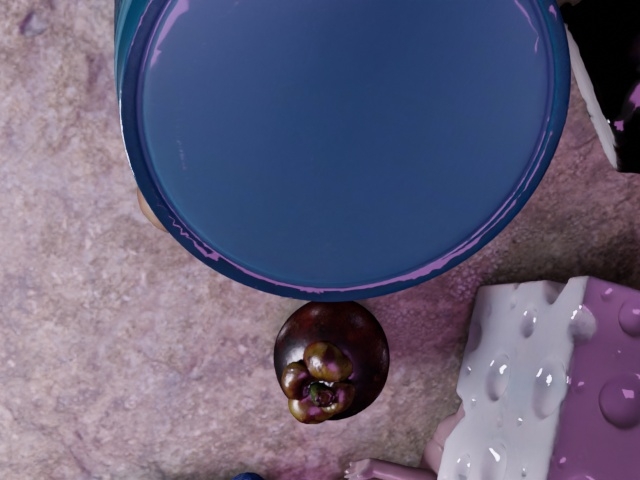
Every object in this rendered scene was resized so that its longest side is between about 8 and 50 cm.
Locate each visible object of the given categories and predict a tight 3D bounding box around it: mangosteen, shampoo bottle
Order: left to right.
[{"bbox_3d":[-0.005,-0.175,1.163,0.331,0.343,0.331,-4,118,-8],"label":"shampoo bottle"},{"bbox_3d":[0.008,0.128,1.446,0.140,0.140,0.140,-4,119,-7],"label":"mangosteen"}]

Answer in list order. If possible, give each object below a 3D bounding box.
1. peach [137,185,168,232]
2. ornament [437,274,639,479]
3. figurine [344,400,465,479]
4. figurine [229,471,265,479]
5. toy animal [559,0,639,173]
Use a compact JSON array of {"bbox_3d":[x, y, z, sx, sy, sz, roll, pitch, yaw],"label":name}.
[{"bbox_3d":[-0.134,-0.048,1.360,0.083,0.083,0.083,-4,119,-7],"label":"peach"},{"bbox_3d":[0.285,0.181,1.414,0.239,0.240,0.239,15,81,-17],"label":"ornament"},{"bbox_3d":[0.138,0.287,1.541,0.287,0.186,0.176,-45,143,-3],"label":"figurine"},{"bbox_3d":[-0.167,0.315,1.537,0.262,0.121,0.164,-16,149,-26],"label":"figurine"},{"bbox_3d":[0.353,-0.173,1.327,0.235,0.165,0.187,-24,123,2],"label":"toy animal"}]
